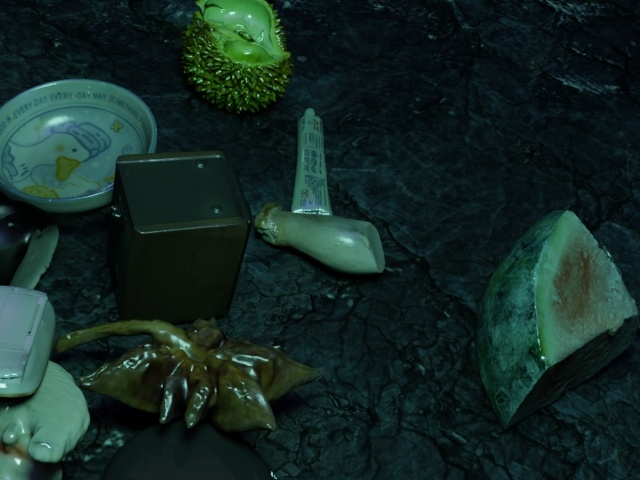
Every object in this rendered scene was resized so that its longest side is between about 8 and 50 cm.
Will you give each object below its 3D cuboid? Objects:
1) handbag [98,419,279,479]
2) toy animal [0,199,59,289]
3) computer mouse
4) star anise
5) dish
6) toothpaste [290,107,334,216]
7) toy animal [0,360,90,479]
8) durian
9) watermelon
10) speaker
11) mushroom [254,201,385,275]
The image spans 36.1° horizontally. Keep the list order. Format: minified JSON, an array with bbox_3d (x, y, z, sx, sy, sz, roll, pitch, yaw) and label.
[{"bbox_3d":[-0.163,0.371,1.247,0.253,0.093,0.308,2,49,-15],"label":"handbag"},{"bbox_3d":[-0.515,-0.004,1.422,0.235,0.165,0.187,22,46,5],"label":"toy animal"},{"bbox_3d":[-0.407,0.132,1.241,0.125,0.056,0.245,7,24,-11],"label":"computer mouse"},{"bbox_3d":[-0.175,0.174,1.350,0.349,0.109,0.292,21,14,36],"label":"star anise"},{"bbox_3d":[-0.394,-0.123,1.581,0.273,0.134,0.273,1,50,-1],"label":"dish"},{"bbox_3d":[-0.016,-0.140,1.773,0.069,0.047,0.268,20,46,-25],"label":"toothpaste"},{"bbox_3d":[-0.435,0.242,1.261,0.307,0.188,0.266,8,26,4],"label":"toy animal"},{"bbox_3d":[-0.158,-0.344,1.822,0.200,0.176,0.237,-7,57,-34],"label":"durian"},{"bbox_3d":[0.393,0.123,1.574,0.258,0.228,0.387,23,52,-9],"label":"watermelon"},{"bbox_3d":[-0.219,0.002,1.460,0.192,0.231,0.153,-6,52,-21],"label":"speaker"},{"bbox_3d":[0.000,0.000,1.634,0.225,0.093,0.116,7,29,1],"label":"mushroom"}]
